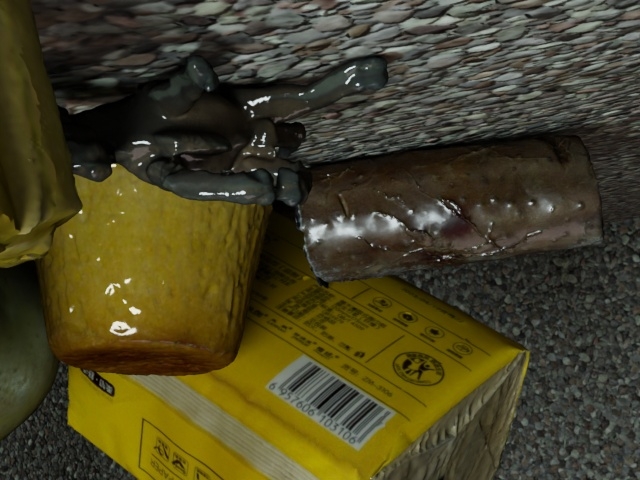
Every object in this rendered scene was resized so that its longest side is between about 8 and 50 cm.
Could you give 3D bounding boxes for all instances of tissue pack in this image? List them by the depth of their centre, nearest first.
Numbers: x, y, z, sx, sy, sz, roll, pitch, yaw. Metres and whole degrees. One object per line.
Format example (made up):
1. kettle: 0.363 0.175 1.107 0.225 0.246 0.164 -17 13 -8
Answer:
1. tissue pack: -0.031 0.151 1.033 0.382 0.228 0.293 29 -142 29

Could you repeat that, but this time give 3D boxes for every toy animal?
1. toy animal: -0.068 -0.069 0.605 0.148 0.084 0.233 10 -165 40

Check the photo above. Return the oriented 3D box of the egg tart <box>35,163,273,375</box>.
1. egg tart: -0.148 0.019 0.851 0.215 0.171 0.215 1 162 0

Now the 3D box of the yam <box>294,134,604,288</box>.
1. yam: 0.120 -0.033 0.974 0.280 0.131 0.131 -8 175 4

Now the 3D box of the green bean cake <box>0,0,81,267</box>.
1. green bean cake: -0.230 -0.032 0.356 0.230 0.131 0.224 -14 175 27

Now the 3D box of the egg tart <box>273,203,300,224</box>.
1. egg tart: 0.000 0.000 1.287 0.241 0.106 0.241 -4 177 0

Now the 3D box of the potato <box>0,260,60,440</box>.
1. potato: -0.387 0.092 0.863 0.326 0.243 0.221 16 -160 -37
